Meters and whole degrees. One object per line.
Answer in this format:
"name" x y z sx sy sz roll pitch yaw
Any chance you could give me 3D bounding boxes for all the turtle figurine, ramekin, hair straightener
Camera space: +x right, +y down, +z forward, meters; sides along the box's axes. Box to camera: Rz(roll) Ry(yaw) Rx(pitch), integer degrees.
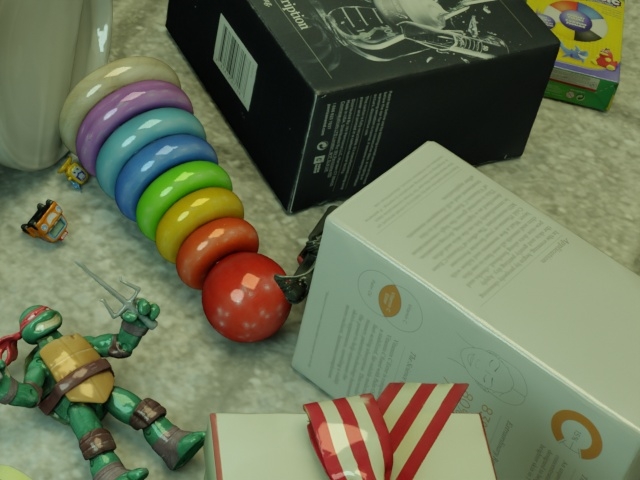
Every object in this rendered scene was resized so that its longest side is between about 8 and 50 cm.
"turtle figurine" -0.215 0.120 1.431 0.175 0.118 0.234 -35 76 -21
"ramekin" -0.331 -0.212 1.641 0.127 0.273 0.273 12 43 18
"hair straightener" 0.000 0.000 1.553 0.047 0.089 0.230 31 19 7

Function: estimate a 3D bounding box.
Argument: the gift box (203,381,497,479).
"gift box" 0.038 0.269 1.239 0.276 0.258 0.255 -3 47 -15

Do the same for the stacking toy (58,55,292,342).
"stacking toy" -0.138 -0.031 1.599 0.141 0.141 0.330 -18 58 -27

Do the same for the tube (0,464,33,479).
"tube" -0.314 0.288 1.288 0.070 0.062 0.240 -9 34 41

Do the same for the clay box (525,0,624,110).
"clay box" 0.311 -0.261 1.972 0.127 0.053 0.222 14 45 0

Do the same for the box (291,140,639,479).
"box" 0.168 0.105 1.461 0.345 0.215 0.168 36 49 21

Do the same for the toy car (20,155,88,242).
"toy car" -0.262 -0.042 1.626 0.040 0.060 0.122 42 50 -16

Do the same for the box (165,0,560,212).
"box" 0.038 -0.236 1.797 0.312 0.179 0.343 -14 51 -27
